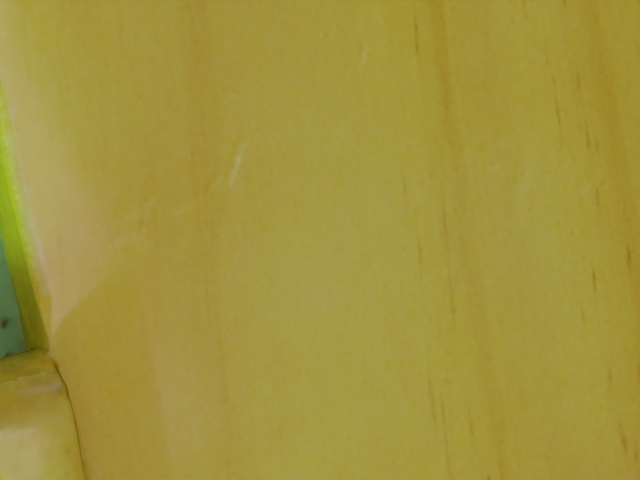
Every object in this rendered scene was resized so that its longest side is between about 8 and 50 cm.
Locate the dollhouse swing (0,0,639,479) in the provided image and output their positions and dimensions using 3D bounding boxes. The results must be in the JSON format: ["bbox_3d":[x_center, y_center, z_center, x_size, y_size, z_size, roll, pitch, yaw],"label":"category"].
[{"bbox_3d":[0.000,0.000,0.663,0.347,0.315,0.305,-14,78,-25],"label":"dollhouse swing"}]
